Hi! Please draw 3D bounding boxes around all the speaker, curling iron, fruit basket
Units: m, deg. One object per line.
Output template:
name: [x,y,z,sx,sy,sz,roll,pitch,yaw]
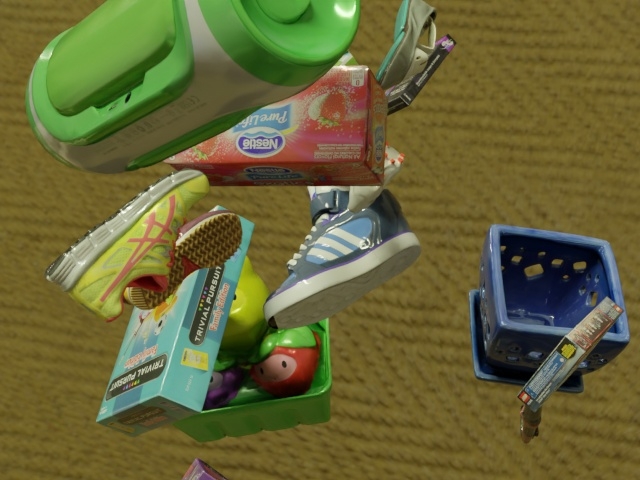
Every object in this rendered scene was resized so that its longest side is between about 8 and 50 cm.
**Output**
speaker: [-0.106,-0.133,0.700,0.296,0.131,0.131,-15,65,50]
curling iron: [0.347,0.280,1.599,0.035,0.274,0.068,-2,66,10]
fruit basket: [-0.162,0.204,1.928,0.391,0.392,0.283,-10,45,8]

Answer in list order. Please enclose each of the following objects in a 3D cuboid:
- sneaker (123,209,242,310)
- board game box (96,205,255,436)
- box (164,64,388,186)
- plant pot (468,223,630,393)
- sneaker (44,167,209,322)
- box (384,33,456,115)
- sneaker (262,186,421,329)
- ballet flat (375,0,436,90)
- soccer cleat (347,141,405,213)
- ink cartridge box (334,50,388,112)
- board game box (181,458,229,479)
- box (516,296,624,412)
sneaker: [-0.178,0.012,1.167,0.083,0.070,0.185,16,38,42]
board game box: [-0.241,0.137,1.601,0.079,0.253,0.336,28,58,-24]
box: [-0.053,-0.138,1.201,0.256,0.128,0.123,1,80,15]
plant pot: [0.389,0.135,1.724,0.235,0.212,0.236,8,47,-6]
sneaker: [-0.178,0.006,0.983,0.094,0.081,0.208,50,55,-7]
box: [0.168,-0.295,1.749,0.029,0.116,0.162,43,71,-13]
sneaker: [0.000,0.000,1.776,0.322,0.130,0.236,-28,62,-9]
ballet flat: [0.133,-0.285,1.423,0.068,0.072,0.213,26,49,-7]
soccer cleat: [0.089,-0.111,1.648,0.068,0.196,0.076,36,121,0]
ink cartridge box: [-0.028,-0.289,1.674,0.097,0.255,0.188,-48,27,-20]
board game box: [-0.080,0.354,1.206,0.208,0.347,0.056,31,77,-3]
box: [0.269,0.120,1.031,0.027,0.137,0.094,41,122,17]
